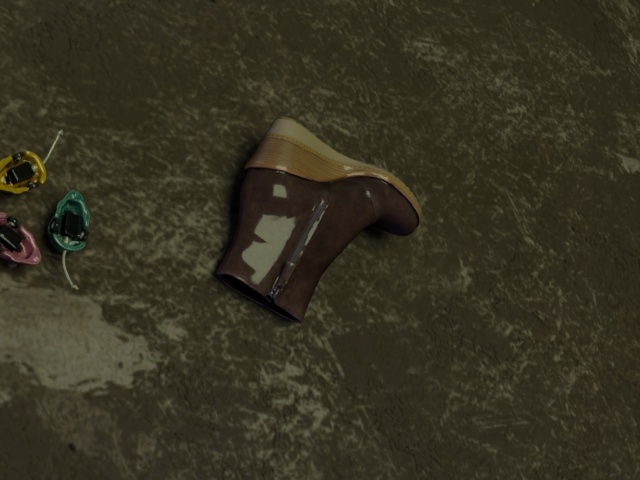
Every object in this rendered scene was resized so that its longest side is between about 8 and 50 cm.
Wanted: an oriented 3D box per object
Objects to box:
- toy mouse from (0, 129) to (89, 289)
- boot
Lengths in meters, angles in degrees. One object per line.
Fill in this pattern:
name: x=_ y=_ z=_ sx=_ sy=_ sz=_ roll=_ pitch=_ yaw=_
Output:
toy mouse: x=-0.276 y=-0.012 z=1.299 sx=0.161 sy=0.031 sz=0.143 roll=-36 pitch=99 yaw=-45
boot: x=0.000 y=0.000 z=1.538 sx=0.248 sy=0.090 sz=0.207 roll=30 pitch=67 yaw=-33
